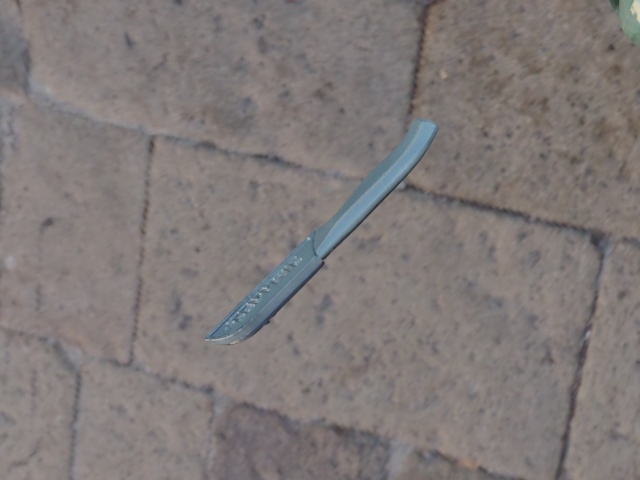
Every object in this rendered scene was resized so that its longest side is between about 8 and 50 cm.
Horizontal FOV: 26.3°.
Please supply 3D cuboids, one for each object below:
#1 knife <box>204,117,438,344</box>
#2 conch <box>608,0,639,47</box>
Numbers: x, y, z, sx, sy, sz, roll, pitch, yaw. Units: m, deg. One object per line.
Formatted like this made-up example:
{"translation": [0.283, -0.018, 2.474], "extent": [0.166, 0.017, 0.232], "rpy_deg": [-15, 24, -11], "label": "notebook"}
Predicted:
{"translation": [0.001, 0.000, 0.873], "extent": [0.210, 0.015, 0.028], "rpy_deg": [-46, 45, 15], "label": "knife"}
{"translation": [0.284, -0.239, 1.163], "extent": [0.176, 0.122, 0.188], "rpy_deg": [114, 134, -65], "label": "conch"}
